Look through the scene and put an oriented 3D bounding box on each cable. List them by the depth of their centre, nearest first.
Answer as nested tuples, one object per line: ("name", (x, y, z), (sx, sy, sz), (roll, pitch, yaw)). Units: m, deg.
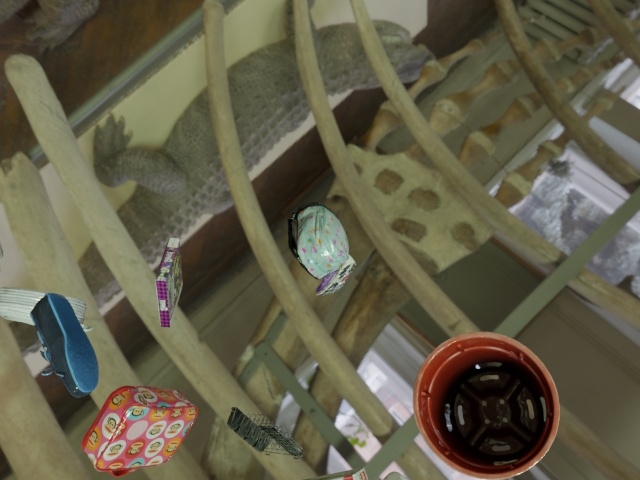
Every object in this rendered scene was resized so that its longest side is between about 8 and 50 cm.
("cable", (-0.835, 0.202, 1.590), (0.257, 0.257, 0.089), (31, 62, -50))

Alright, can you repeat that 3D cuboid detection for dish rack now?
("dish rack", (-0.183, 0.664, 1.839), (0.271, 0.208, 0.074), (-14, -143, 43))

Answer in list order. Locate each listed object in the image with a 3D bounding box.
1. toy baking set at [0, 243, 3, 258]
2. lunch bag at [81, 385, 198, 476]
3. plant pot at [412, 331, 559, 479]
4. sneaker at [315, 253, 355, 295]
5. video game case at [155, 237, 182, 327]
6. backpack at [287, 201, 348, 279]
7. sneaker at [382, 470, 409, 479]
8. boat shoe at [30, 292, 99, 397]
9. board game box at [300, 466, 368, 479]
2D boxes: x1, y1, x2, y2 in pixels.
("toy baking set", (-0.775, -0.061, 1.250), (0.030, 0.256, 0.197), (-16, 143, -35))
("lunch bag", (-0.521, 0.559, 1.544), (0.258, 0.120, 0.293), (-60, 145, -1))
("plant pot", (0.358, 0.355, 1.137), (0.272, 0.272, 0.265), (-47, 150, 0))
("sneaker", (0.036, 0.092, 1.495), (0.068, 0.071, 0.170), (-4, 139, -45))
("video game case", (-0.516, 0.144, 1.832), (0.041, 0.210, 0.232), (5, 130, -4))
("backpack", (0.000, 0.000, 1.265), (0.115, 0.152, 0.182), (-36, -152, 24))
("sneaker", (0.147, 0.670, 1.326), (0.212, 0.080, 0.094), (-42, 127, 5))
("boat shoe", (-0.579, 0.244, 1.208), (0.089, 0.258, 0.109), (-35, 152, 7))
("board game box", (-0.023, 0.562, 1.018), (0.305, 0.193, 0.053), (-26, 165, 28))
